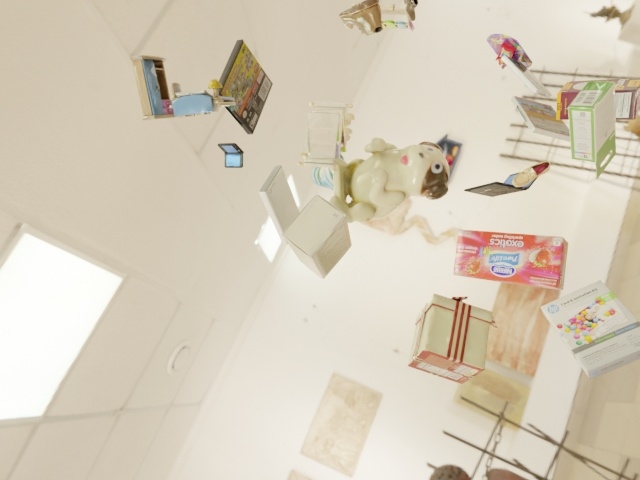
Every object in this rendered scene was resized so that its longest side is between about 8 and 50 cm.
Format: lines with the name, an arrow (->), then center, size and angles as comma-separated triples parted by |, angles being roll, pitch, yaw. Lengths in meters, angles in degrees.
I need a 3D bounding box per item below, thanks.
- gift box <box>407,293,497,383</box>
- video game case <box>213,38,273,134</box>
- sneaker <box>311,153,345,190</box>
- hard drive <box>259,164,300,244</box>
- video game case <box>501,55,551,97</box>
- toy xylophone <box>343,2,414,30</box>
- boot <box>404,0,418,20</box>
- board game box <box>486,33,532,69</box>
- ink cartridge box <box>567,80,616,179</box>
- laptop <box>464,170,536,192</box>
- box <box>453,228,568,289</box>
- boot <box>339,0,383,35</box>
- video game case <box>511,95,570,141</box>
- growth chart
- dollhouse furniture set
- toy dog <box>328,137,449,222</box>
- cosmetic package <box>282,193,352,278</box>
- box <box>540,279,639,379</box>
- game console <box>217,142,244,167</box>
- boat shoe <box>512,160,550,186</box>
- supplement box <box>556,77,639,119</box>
gift box -> 0.494, 0.364, 1.689 | 0.255, 0.276, 0.258 | 111, 178, -60
video game case -> -0.305, -0.617, 1.836 | 0.248, 0.035, 0.274 | 47, -126, -54
sneaker -> 0.022, -0.339, 2.193 | 0.127, 0.208, 0.319 | -57, -31, -17
hard drive -> -0.204, -0.186, 2.399 | 0.233, 0.047, 0.353 | -66, -34, -42
video game case -> 0.648, -0.513, 1.422 | 0.143, 0.157, 0.019 | -11, -28, -46
toy xylophone -> 0.258, -1.002, 2.041 | 0.236, 0.323, 0.081 | -26, -55, -60
boot -> 0.419, -1.065, 2.058 | 0.042, 0.118, 0.087 | -35, 21, -6
board game box -> 0.611, -0.606, 1.487 | 0.033, 0.169, 0.133 | -54, 32, 4
ink cartridge box -> 0.664, -0.266, 1.104 | 0.109, 0.062, 0.209 | -47, -50, -19
laptop -> 0.850, -0.285, 2.099 | 0.234, 0.264, 0.136 | 170, 108, -71
box -> 0.493, 0.048, 1.179 | 0.123, 0.257, 0.128 | 10, -93, -56
boot -> 0.148, -0.797, 1.646 | 0.115, 0.112, 0.305 | 64, 179, -24
video game case -> 0.967, -0.533, 1.975 | 0.285, 0.204, 0.025 | -90, 15, -45
growth chart -> 0.022, -0.359, 1.549 | 0.021, 0.172, 0.237 | -129, 48, -74
dollhouse furniture set -> -0.421, -0.526, 1.528 | 0.286, 0.303, 0.198 | -48, -46, -66
toy dog -> 0.277, -0.213, 1.694 | 0.395, 0.408, 0.284 | 35, -132, -39
cosmetic package -> 0.000, 0.000, 1.381 | 0.160, 0.113, 0.309 | -49, -17, -9
box -> 0.597, 0.188, 0.984 | 0.038, 0.145, 0.186 | 53, -165, -34
game console -> -0.433, -0.407, 2.170 | 0.107, 0.122, 0.071 | 47, -124, -50
boat shoe -> 0.890, -0.286, 1.910 | 0.170, 0.063, 0.059 | -30, -20, 1
supplement box -> 0.757, -0.383, 1.231 | 0.104, 0.188, 0.080 | -42, -51, -37
